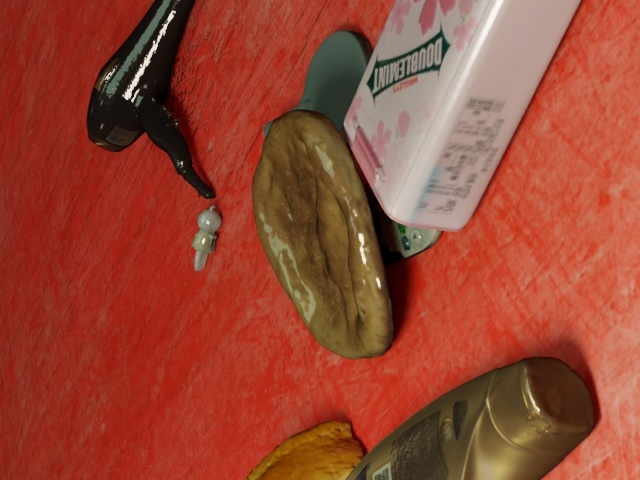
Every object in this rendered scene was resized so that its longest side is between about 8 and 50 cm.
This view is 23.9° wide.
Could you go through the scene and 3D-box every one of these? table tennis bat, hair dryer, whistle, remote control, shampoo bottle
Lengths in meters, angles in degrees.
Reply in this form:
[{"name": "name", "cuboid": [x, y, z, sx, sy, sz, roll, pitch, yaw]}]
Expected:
[{"name": "table tennis bat", "cuboid": [0.000, -0.163, 1.833, 0.237, 0.038, 0.149, -29, 61, 54]}, {"name": "hair dryer", "cuboid": [-0.212, -0.195, 2.238, 0.303, 0.120, 0.359, -55, 48, 23]}, {"name": "whistle", "cuboid": [-0.162, -0.004, 2.128, 0.035, 0.035, 0.100, 49, 130, 55]}, {"name": "remote control", "cuboid": [0.059, -0.015, 1.675, 0.256, 0.045, 0.097, -10, 89, 59]}, {"name": "shampoo bottle", "cuboid": [0.134, 0.209, 1.444, 0.350, 0.084, 0.125, -47, 47, 51]}]

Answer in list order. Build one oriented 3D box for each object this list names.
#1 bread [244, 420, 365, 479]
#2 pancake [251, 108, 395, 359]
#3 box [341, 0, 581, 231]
[{"name": "bread", "cuboid": [-0.036, 0.332, 1.709, 0.129, 0.134, 0.260, 30, 113, 60]}, {"name": "pancake", "cuboid": [0.000, 0.000, 1.667, 0.294, 0.049, 0.294, 48, 149, 41]}, {"name": "box", "cuboid": [0.148, -0.208, 1.463, 0.369, 0.112, 0.190, -64, 33, 32]}]
